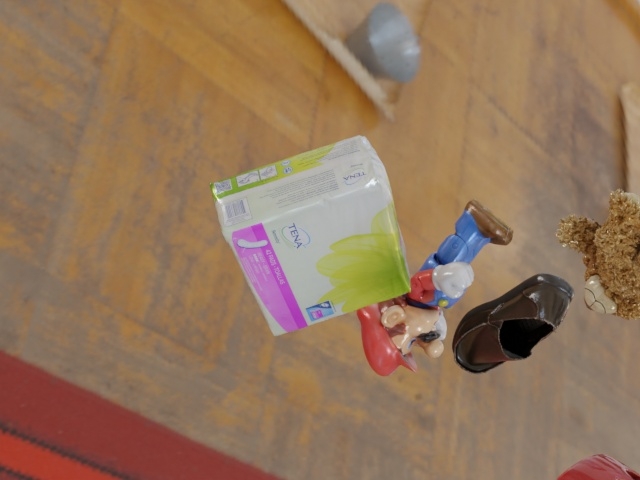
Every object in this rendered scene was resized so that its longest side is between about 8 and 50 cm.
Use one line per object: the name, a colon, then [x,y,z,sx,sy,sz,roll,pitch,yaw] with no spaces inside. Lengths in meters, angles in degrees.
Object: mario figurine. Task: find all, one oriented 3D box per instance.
mario figurine: [0.201,0.099,1.811,0.198,0.320,0.170,34,9,-39]

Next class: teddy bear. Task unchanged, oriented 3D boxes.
teddy bear: [0.503,0.037,1.830,0.245,0.338,0.113,34,68,-6]

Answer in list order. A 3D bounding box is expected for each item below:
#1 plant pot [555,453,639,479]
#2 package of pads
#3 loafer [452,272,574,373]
plant pot: [0.324,0.354,1.211,0.191,0.174,0.191,-21,127,-31]
package of pads: [0.000,0.000,1.569,0.296,0.229,0.101,68,4,-54]
loafer: [0.237,0.120,1.455,0.080,0.220,0.078,31,48,-9]
